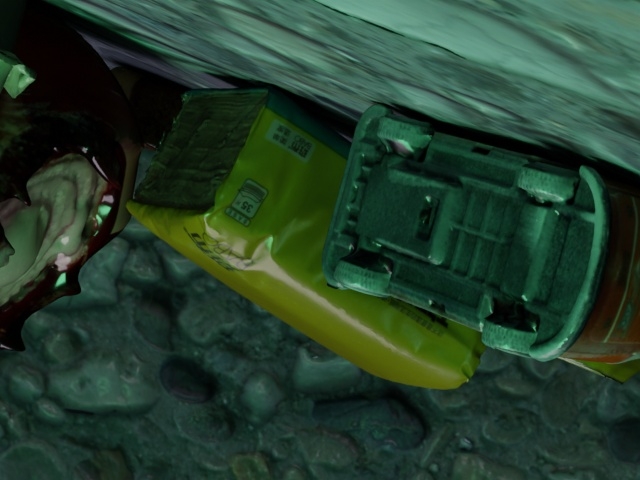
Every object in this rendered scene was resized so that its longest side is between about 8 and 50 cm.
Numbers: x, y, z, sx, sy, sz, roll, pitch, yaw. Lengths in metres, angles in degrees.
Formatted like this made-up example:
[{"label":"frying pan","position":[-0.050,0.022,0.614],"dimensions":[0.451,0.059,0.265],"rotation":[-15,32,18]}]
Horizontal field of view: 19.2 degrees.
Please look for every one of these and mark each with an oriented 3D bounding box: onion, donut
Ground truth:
[{"label":"onion","position":[-0.325,-0.062,1.529],"dimensions":[0.341,0.341,0.341],"rotation":[22,179,0]},{"label":"donut","position":[-0.146,-0.113,1.867],"dimensions":[0.184,0.073,0.166],"rotation":[23,180,42]}]

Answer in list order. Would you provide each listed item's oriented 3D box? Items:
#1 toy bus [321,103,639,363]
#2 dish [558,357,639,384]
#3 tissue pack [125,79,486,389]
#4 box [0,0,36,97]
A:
[{"label":"toy bus","position":[0.114,0.000,1.139],"dimensions":[0.120,0.121,0.265],"rotation":[13,-176,-33]},{"label":"dish","position":[0.240,0.062,1.714],"dimensions":[0.221,0.108,0.262],"rotation":[21,179,13]},{"label":"tissue pack","position":[0.000,0.000,1.508],"dimensions":[0.271,0.134,0.192],"rotation":[33,171,-23]},{"label":"box","position":[-0.304,-0.141,1.088],"dimensions":[0.290,0.166,0.220],"rotation":[23,179,-13]}]
